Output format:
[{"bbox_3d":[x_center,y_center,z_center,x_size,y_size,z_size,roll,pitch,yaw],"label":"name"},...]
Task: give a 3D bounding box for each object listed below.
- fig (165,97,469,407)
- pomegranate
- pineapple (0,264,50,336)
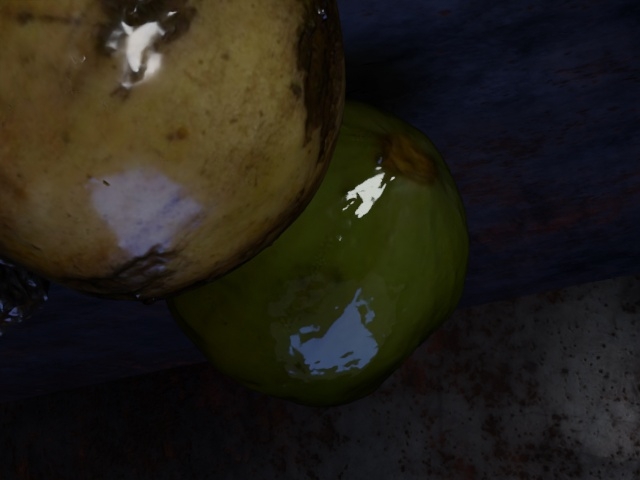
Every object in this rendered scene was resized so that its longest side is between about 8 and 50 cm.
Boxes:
[{"bbox_3d":[0.008,0.001,1.236,0.343,0.343,0.343,-9,167,-2],"label":"fig"},{"bbox_3d":[-0.139,-0.105,0.737,0.322,0.322,0.322,-9,167,-2],"label":"pomegranate"},{"bbox_3d":[-0.498,0.041,1.411,0.361,0.175,0.175,-6,170,27],"label":"pineapple"}]
